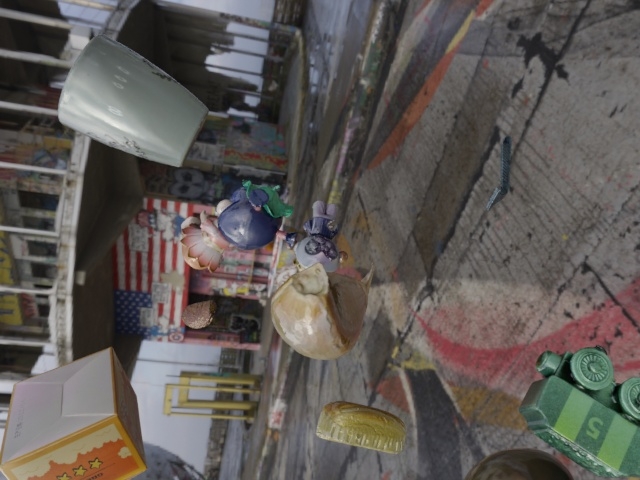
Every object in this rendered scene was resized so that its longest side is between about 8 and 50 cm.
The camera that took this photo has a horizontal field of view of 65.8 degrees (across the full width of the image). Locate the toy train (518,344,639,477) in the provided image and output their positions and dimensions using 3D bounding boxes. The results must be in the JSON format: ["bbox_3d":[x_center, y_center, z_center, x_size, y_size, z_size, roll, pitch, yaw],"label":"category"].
[{"bbox_3d":[0.619,0.386,1.122,0.238,0.299,0.167,-54,-16,-17],"label":"toy train"}]

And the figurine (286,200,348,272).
[{"bbox_3d":[0.011,0.000,1.574,0.274,0.193,0.133,-56,-1,-30],"label":"figurine"}]

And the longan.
[{"bbox_3d":[0.453,0.648,1.148,0.288,0.350,0.288,42,157,23],"label":"longan"}]

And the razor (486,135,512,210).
[{"bbox_3d":[0.383,-0.148,1.034,0.066,0.033,0.190,96,-166,-56],"label":"razor"}]

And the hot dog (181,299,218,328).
[{"bbox_3d":[-0.253,0.154,1.048,0.035,0.083,0.058,49,-145,-44],"label":"hot dog"}]

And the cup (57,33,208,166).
[{"bbox_3d":[-0.361,-0.258,1.001,0.186,0.234,0.258,-64,17,-3],"label":"cup"}]

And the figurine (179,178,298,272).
[{"bbox_3d":[-0.126,-0.016,0.753,0.195,0.111,0.102,-32,43,24],"label":"figurine"}]

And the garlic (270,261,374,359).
[{"bbox_3d":[0.012,0.111,0.836,0.245,0.145,0.164,2,-64,-64],"label":"garlic"}]

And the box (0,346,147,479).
[{"bbox_3d":[-0.603,0.466,1.235,0.283,0.259,0.214,-134,30,-56],"label":"box"}]

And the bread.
[{"bbox_3d":[0.111,0.493,1.314,0.140,0.236,0.106,-23,50,58],"label":"bread"}]
